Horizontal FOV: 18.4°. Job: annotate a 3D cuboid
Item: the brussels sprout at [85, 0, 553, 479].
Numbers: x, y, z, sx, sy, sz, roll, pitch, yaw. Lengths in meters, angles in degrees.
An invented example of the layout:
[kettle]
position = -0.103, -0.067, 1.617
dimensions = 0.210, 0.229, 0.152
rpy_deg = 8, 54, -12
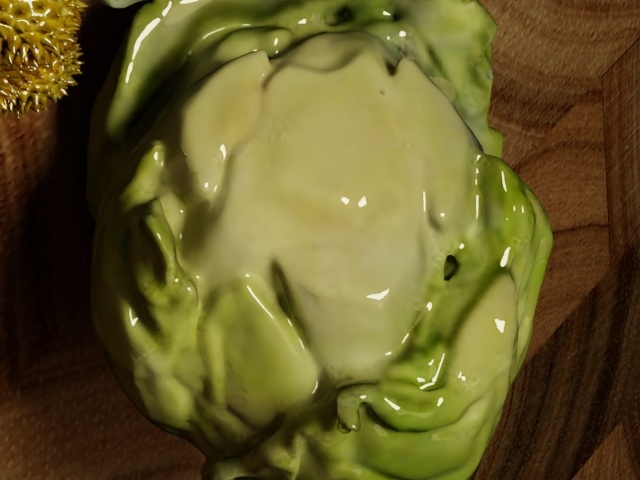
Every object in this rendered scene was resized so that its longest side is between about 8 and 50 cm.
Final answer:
[brussels sprout]
position = -0.011, 0.005, 1.508
dimensions = 0.361, 0.342, 0.425
rpy_deg = 124, -34, -69

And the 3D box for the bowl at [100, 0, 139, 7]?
[bowl]
position = -0.024, -0.274, 1.275
dimensions = 0.313, 0.146, 0.313
rpy_deg = 22, 90, -85

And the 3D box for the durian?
[durian]
position = -0.221, -0.142, 1.261
dimensions = 0.168, 0.137, 0.158
rpy_deg = -11, 129, -35
